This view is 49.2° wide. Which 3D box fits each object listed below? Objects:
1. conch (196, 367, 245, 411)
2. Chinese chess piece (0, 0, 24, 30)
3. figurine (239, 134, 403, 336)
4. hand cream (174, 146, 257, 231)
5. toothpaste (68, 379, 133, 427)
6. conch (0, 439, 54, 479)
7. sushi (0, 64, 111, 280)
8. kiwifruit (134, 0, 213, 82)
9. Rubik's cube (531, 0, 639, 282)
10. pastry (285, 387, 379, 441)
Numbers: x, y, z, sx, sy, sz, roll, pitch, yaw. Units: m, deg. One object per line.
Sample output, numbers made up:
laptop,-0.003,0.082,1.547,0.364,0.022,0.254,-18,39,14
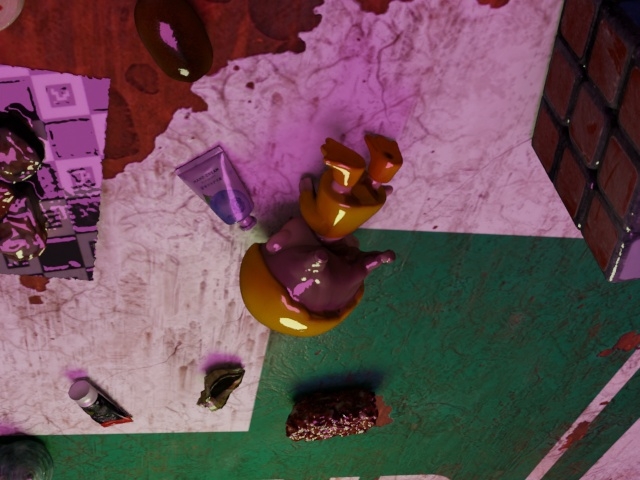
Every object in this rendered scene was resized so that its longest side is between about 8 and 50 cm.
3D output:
conch,-0.206,0.301,1.425,0.121,0.074,0.089,-34,171,-3
Chinese chess piece,-0.396,-0.291,0.784,0.122,0.051,0.122,-5,136,-5
figurine,0.000,0.000,1.082,0.215,0.187,0.343,2,130,-30
hand cream,-0.148,-0.071,1.068,0.084,0.053,0.142,-25,125,17
toothpaste,-0.459,0.351,1.463,0.071,0.045,0.193,-12,143,3
conch,-0.683,0.512,1.522,0.202,0.134,0.196,-32,134,23
sushi,-0.463,-0.072,0.940,0.320,0.069,0.339,6,122,-15
kiwifruit,-0.178,-0.249,0.854,0.075,0.075,0.124,-18,133,9
Rubik's cube,0.483,-0.162,0.892,0.301,0.305,0.303,-6,138,-3
pastry,0.024,0.386,1.540,0.208,0.097,0.115,-10,131,-1
